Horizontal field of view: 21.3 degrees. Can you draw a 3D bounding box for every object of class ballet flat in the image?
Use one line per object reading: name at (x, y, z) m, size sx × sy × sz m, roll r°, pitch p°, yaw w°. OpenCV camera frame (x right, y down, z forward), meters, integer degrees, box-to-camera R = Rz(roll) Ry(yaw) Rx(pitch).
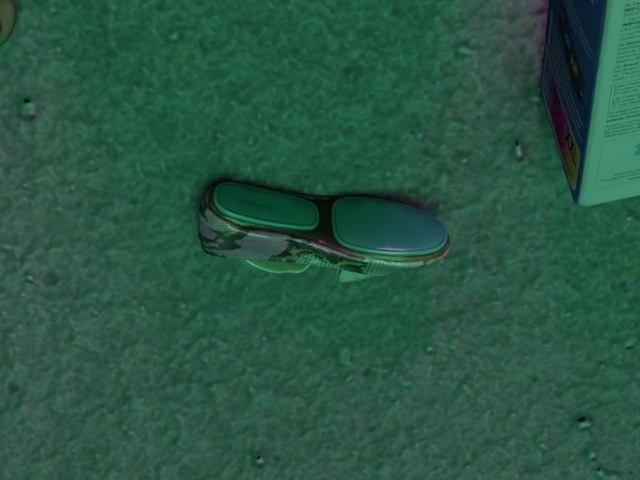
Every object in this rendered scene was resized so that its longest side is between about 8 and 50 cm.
ballet flat at (0.000, 0.000, 1.500) m, size 0.221 × 0.077 × 0.079 m, roll 8°, pitch 135°, yaw -8°

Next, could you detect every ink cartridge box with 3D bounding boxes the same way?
ink cartridge box at (0.319, -0.210, 1.290) m, size 0.270 × 0.151 × 0.395 m, roll -12°, pitch 151°, yaw -4°

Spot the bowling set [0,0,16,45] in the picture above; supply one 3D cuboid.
bowling set at (-0.291, -0.280, 1.275) m, size 0.200 × 0.154 × 0.287 m, roll 29°, pitch 113°, yaw -2°
